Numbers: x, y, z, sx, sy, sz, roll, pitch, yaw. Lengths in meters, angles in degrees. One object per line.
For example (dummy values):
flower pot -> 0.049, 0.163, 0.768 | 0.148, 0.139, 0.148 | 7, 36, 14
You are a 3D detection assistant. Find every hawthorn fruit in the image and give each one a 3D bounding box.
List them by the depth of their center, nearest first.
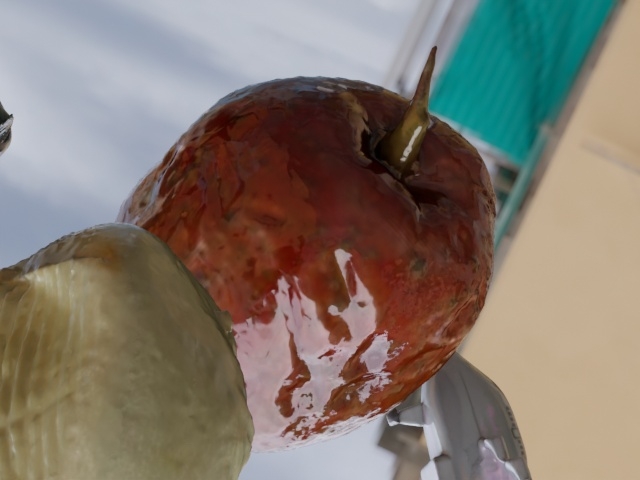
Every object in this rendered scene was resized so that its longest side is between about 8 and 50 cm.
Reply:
hawthorn fruit -> -0.012, 0.015, 1.263 | 0.262, 0.258, 0.258 | -7, 168, 39

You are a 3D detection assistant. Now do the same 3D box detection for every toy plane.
toy plane -> 0.120, 0.200, 1.378 | 0.101, 0.255, 0.251 | -17, 164, -18

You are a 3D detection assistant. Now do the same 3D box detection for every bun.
bun -> -0.131, 0.100, 0.911 | 0.229, 0.229, 0.145 | 32, 177, 39

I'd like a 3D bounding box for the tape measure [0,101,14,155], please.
tape measure -> -0.278, -0.046, 1.231 | 0.104, 0.180, 0.107 | 33, 157, -4
